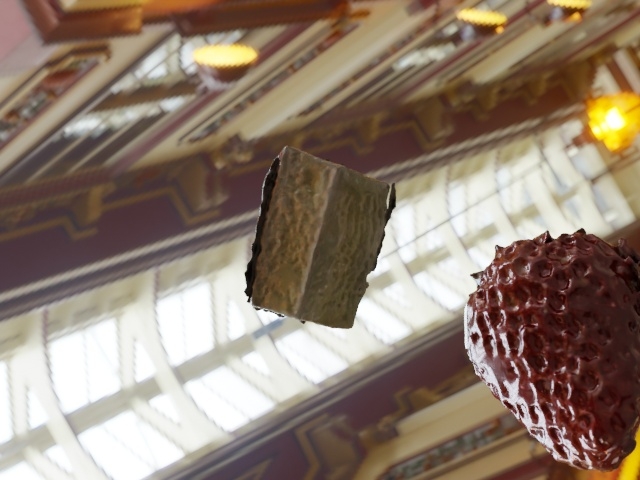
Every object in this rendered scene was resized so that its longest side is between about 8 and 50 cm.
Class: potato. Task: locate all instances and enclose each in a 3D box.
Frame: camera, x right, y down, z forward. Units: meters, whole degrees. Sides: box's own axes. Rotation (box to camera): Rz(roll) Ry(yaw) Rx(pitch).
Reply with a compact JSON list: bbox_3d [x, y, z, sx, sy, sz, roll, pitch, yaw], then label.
[{"bbox_3d":[-0.001,0.002,0.925,0.086,0.061,0.122,13,-89,-48],"label":"potato"}]

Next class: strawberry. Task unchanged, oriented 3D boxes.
[{"bbox_3d":[0.254,0.119,1.303,0.205,0.205,0.244,28,-150,-36],"label":"strawberry"}]
